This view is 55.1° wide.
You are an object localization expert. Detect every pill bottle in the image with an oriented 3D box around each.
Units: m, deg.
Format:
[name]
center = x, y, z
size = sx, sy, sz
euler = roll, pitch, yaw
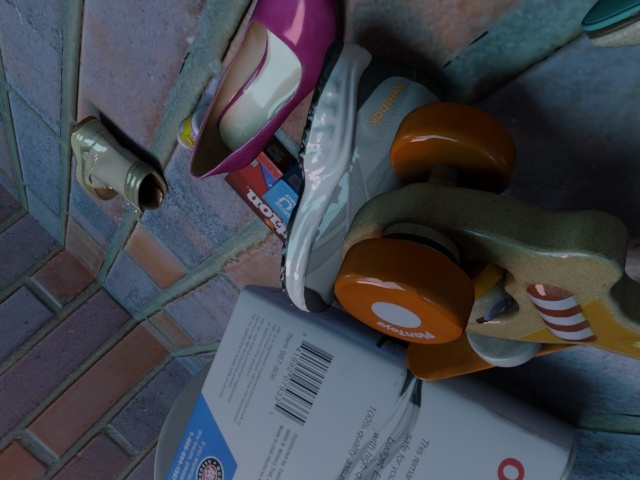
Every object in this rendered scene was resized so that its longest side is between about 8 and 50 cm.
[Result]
[pill bottle]
center = -0.150, -0.136, 0.759
size = 0.043, 0.043, 0.083
euler = 52, 155, -17

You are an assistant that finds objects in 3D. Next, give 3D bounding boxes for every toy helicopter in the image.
[toy helicopter]
center = 0.185, 0.058, 0.435
size = 0.355, 0.140, 0.235
euler = 17, 153, 13

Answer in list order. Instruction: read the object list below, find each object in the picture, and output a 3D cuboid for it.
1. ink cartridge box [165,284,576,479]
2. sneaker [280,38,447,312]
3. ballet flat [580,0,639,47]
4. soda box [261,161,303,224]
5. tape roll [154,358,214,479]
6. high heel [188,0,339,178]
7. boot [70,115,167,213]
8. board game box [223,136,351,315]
[ink cartridge box]
center = 0.050, 0.260, 0.714
size = 0.395, 0.285, 0.166
euler = 24, -176, 25
[sneaker]
center = 0.028, -0.029, 0.528
size = 0.108, 0.100, 0.271
euler = 13, 132, -1
[ballet flat]
center = 0.188, -0.121, 0.261
size = 0.052, 0.057, 0.168
euler = 37, 157, -9
[soda box]
center = 0.038, 0.001, 0.663
size = 0.210, 0.067, 0.071
euler = 48, 155, -7
[tape roll]
center = -0.048, 0.317, 0.912
size = 0.392, 0.392, 0.072
euler = 29, 151, 29
[high heel]
center = -0.062, -0.136, 0.537
size = 0.082, 0.117, 0.244
euler = 46, 156, -3
[boot]
center = -0.347, -0.102, 1.078
size = 0.165, 0.077, 0.213
euler = 37, 152, 10
[board game box]
center = 0.000, 0.000, 0.768
size = 0.281, 0.027, 0.145
euler = 47, 157, -8
